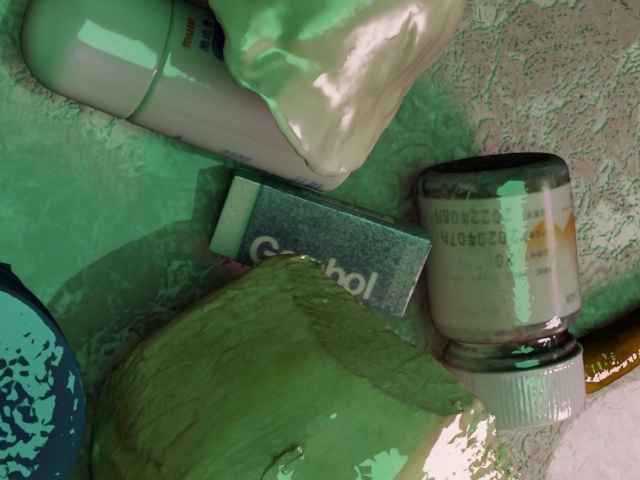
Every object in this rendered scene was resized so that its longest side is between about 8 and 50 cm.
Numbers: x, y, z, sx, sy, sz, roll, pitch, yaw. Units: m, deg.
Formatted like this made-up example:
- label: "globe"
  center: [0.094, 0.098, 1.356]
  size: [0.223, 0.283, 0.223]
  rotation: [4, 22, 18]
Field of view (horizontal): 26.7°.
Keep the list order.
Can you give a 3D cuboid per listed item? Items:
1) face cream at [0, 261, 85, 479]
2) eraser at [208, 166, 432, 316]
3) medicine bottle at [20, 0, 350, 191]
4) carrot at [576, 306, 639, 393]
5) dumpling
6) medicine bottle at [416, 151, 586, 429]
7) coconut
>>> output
- label: "face cream"
  center: [-0.349, 0.128, 1.195]
  size: [0.249, 0.225, 0.249]
  rotation: [-4, 101, -21]
- label: "eraser"
  center: [0.000, 0.000, 1.378]
  size: [0.212, 0.046, 0.092]
  rotation: [19, 107, -7]
- label: "medicine bottle"
  center: [-0.122, -0.159, 1.304]
  size: [0.340, 0.130, 0.130]
  rotation: [19, 89, -22]
- label: "carrot"
  center: [0.397, 0.099, 1.585]
  size: [0.314, 0.066, 0.066]
  rotation: [-25, 105, -20]
- label: "dumpling"
  center: [0.036, -0.179, 1.212]
  size: [0.318, 0.187, 0.243]
  rotation: [10, 78, -53]
- label: "medicine bottle"
  center: [0.196, 0.050, 1.439]
  size: [0.165, 0.165, 0.273]
  rotation: [-12, 101, -20]
- label: "coconut"
  center: [-0.043, 0.236, 1.246]
  size: [0.404, 0.404, 0.405]
  rotation: [-3, 97, -22]
